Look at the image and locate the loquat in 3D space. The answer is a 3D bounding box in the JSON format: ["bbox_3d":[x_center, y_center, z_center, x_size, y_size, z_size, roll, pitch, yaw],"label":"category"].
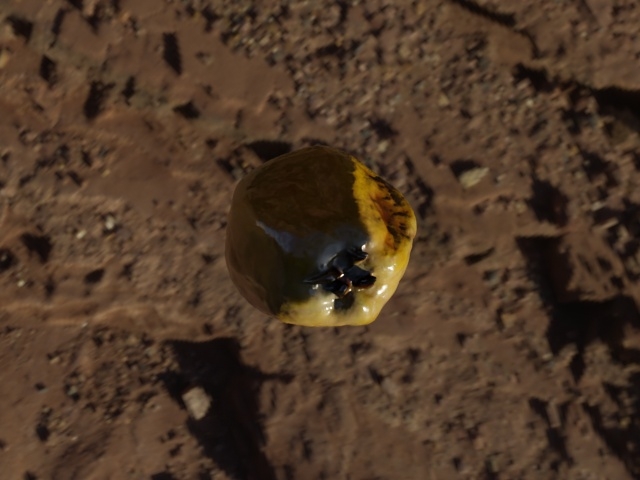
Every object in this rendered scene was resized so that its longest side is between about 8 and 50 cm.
[{"bbox_3d":[0.000,0.000,0.883,0.137,0.113,0.137,11,28,-6],"label":"loquat"}]
